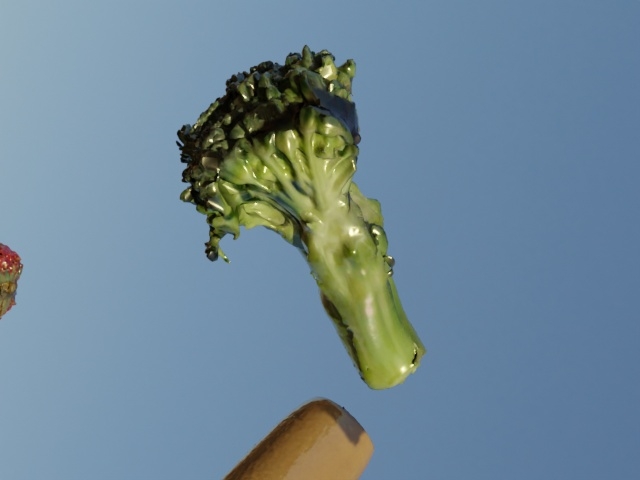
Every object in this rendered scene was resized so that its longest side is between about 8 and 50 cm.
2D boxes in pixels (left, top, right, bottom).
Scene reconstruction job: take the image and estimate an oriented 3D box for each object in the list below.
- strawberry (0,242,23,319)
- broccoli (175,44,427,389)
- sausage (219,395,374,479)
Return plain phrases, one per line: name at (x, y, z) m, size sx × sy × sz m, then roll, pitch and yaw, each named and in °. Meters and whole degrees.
strawberry at (-0.324, 0.038, 1.318) m, size 0.083 × 0.096 × 0.083 m, roll 2°, pitch 90°, yaw -81°
broccoli at (0.004, -0.004, 1.169) m, size 0.165 × 0.304 × 0.145 m, roll -23°, pitch -156°, yaw 12°
sausage at (-0.040, 0.281, 1.633) m, size 0.253 × 0.123 × 0.123 m, roll -44°, pitch -174°, yaw -40°
